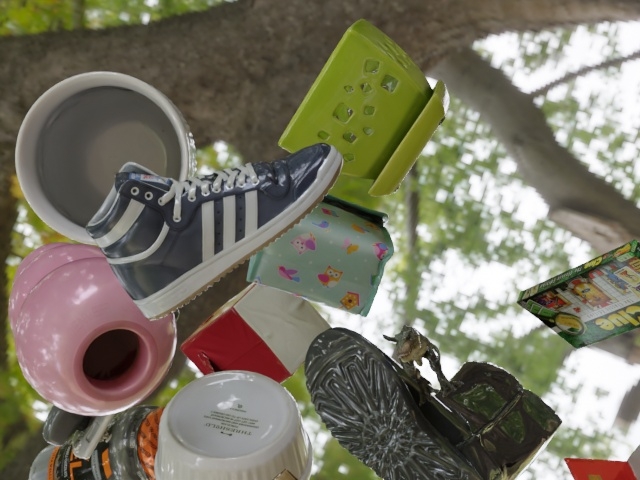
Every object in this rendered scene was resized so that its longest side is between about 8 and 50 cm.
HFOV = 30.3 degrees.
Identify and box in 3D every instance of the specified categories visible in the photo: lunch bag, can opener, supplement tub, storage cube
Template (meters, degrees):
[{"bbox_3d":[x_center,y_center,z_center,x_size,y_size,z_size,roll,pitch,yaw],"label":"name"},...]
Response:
[{"bbox_3d":[0.000,0.000,2.035,0.262,0.223,0.160,-87,17,-71],"label":"lunch bag"},{"bbox_3d":[-0.314,0.206,1.800,0.093,0.074,0.280,34,-92,-34],"label":"can opener"},{"bbox_3d":[-0.374,0.435,2.233,0.207,0.338,0.207,33,-137,-38],"label":"supplement tub"},{"bbox_3d":[-0.128,0.196,2.396,0.193,0.183,0.215,-38,4,40],"label":"storage cube"}]

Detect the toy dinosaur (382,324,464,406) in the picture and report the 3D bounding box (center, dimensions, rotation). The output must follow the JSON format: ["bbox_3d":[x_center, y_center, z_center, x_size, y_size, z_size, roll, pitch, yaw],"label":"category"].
[{"bbox_3d":[0.142,0.175,1.709,0.064,0.118,0.268,-33,-4,-5],"label":"toy dinosaur"}]

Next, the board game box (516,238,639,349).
[{"bbox_3d":[0.423,0.086,1.763,0.260,0.136,0.030,-34,25,55],"label":"board game box"}]

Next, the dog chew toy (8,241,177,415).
[{"bbox_3d":[-0.323,0.098,1.592,0.207,0.332,0.206,-9,-68,-24],"label":"dog chew toy"}]

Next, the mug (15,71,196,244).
[{"bbox_3d":[-0.339,-0.089,2.018,0.328,0.276,0.374,-123,23,-87],"label":"mug"}]

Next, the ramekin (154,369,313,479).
[{"bbox_3d":[-0.148,0.333,1.982,0.273,0.273,0.127,-45,-36,-44],"label":"ramekin"}]

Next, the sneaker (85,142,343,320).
[{"bbox_3d":[-0.121,-0.051,1.287,0.282,0.153,0.099,-37,18,1],"label":"sneaker"}]

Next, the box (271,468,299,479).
[{"bbox_3d":[0.006,0.369,1.446,0.021,0.201,0.164,-44,-5,-25],"label":"box"}]

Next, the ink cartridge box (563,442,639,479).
[{"bbox_3d":[0.555,0.441,1.850,0.261,0.296,0.066,9,-54,-24],"label":"ink cartridge box"}]

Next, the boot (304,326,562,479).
[{"bbox_3d":[0.197,0.258,1.937,0.146,0.367,0.445,-44,-12,27],"label":"boot"}]

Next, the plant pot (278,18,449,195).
[{"bbox_3d":[0.085,-0.211,1.946,0.227,0.207,0.228,-56,1,17],"label":"plant pot"}]
